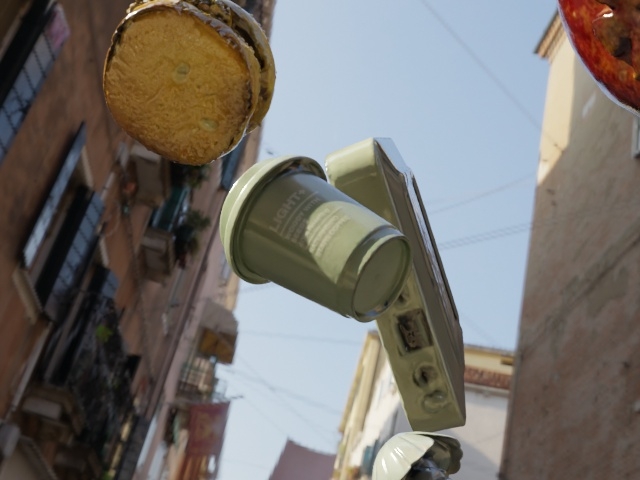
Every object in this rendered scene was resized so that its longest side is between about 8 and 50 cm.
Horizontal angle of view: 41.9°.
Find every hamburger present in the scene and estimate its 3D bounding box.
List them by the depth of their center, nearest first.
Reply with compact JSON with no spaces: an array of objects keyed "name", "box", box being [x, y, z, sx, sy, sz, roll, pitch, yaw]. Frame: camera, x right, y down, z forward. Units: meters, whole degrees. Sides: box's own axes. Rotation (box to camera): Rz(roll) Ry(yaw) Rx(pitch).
[{"name":"hamburger","box":[-0.143,-0.185,0.913,0.182,0.118,0.191,-33,-77,25]}]

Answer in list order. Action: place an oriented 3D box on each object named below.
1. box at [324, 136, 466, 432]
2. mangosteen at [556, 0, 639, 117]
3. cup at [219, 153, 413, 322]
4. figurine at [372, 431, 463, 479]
[{"name":"box","box":[0.118,0.041,1.137,0.090,0.367,0.373,-18,4,10]},{"name":"mangosteen","box":[0.261,-0.167,0.464,0.215,0.257,0.215,49,-26,35]},{"name":"cup","box":[0.000,0.000,0.687,0.141,0.120,0.120,26,-20,34]},{"name":"figurine","box":[0.088,0.221,0.776,0.082,0.086,0.094,39,-69,-5]}]
